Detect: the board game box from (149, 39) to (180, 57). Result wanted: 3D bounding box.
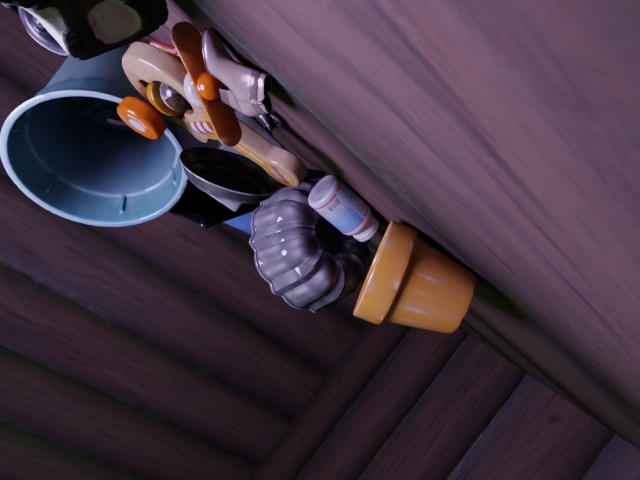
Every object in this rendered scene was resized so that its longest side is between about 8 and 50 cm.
[{"bbox_3d":[-0.312,-0.378,0.941,0.193,0.045,0.147,37,179,44],"label":"board game box"}]

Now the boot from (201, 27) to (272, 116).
[{"bbox_3d":[-0.109,-0.229,0.568,0.087,0.042,0.118,16,144,24],"label":"boot"}]

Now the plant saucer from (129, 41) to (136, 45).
[{"bbox_3d":[-0.607,-0.609,1.234,0.195,0.037,0.195,39,179,1],"label":"plant saucer"}]

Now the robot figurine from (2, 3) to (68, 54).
[{"bbox_3d":[-0.628,-0.547,1.011,0.209,0.173,0.278,51,173,-29],"label":"robot figurine"}]

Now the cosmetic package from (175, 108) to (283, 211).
[{"bbox_3d":[-0.301,-0.264,1.113,0.385,0.217,0.156,34,178,41],"label":"cosmetic package"}]

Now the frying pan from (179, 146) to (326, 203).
[{"bbox_3d":[-0.144,-0.142,0.846,0.197,0.053,0.326,31,-154,16],"label":"frying pan"}]

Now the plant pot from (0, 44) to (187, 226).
[{"bbox_3d":[-0.481,-0.269,0.948,0.341,0.341,0.334,38,-152,-43],"label":"plant pot"}]

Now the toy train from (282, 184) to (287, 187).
[{"bbox_3d":[-0.249,-0.206,1.672,0.334,0.142,0.190,11,-153,-24],"label":"toy train"}]

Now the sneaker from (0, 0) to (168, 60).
[{"bbox_3d":[-0.261,-0.300,0.341,0.182,0.158,0.410,56,171,-11],"label":"sneaker"}]

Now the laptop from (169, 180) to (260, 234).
[{"bbox_3d":[-0.338,-0.064,1.250,0.382,0.236,0.408,22,-152,26],"label":"laptop"}]

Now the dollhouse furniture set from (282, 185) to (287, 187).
[{"bbox_3d":[-0.130,-0.222,1.311,0.286,0.198,0.303,5,122,48],"label":"dollhouse furniture set"}]

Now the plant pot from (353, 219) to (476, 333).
[{"bbox_3d":[0.189,0.089,0.810,0.188,0.205,0.205,23,178,6],"label":"plant pot"}]

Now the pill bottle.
[{"bbox_3d":[0.056,-0.067,0.920,0.160,0.087,0.087,39,179,-29],"label":"pill bottle"}]

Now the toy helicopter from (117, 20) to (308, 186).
[{"bbox_3d":[-0.168,-0.210,0.707,0.355,0.140,0.235,33,161,-16],"label":"toy helicopter"}]

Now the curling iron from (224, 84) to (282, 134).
[{"bbox_3d":[-0.177,-0.280,0.789,0.274,0.035,0.068,37,175,20],"label":"curling iron"}]

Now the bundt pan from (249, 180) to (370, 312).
[{"bbox_3d":[0.000,0.000,0.992,0.331,0.331,0.124,38,140,-26],"label":"bundt pan"}]
